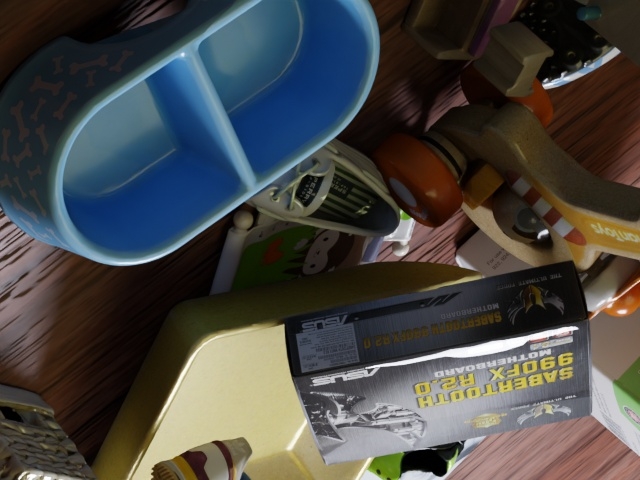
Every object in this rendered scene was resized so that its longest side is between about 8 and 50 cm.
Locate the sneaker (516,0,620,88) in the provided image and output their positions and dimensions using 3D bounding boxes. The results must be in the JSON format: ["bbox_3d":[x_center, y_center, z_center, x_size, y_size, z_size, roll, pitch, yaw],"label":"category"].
[{"bbox_3d":[0.254,-0.195,1.558,0.237,0.085,0.086,-35,154,-12],"label":"sneaker"}]

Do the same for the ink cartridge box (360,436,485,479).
[{"bbox_3d":[0.099,0.180,1.833,0.224,0.045,0.223,-49,148,4],"label":"ink cartridge box"}]

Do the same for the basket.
[{"bbox_3d":[-0.266,0.204,1.385,0.167,0.103,0.113,-52,149,8],"label":"basket"}]

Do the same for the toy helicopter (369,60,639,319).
[{"bbox_3d":[0.212,-0.009,1.418,0.140,0.355,0.235,-43,116,-15],"label":"toy helicopter"}]

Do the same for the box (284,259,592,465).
[{"bbox_3d":[0.098,0.102,1.442,0.231,0.056,0.183,-11,149,3],"label":"box"}]

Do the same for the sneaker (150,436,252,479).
[{"bbox_3d":[-0.091,0.231,1.485,0.084,0.069,0.185,-21,148,-21],"label":"sneaker"}]

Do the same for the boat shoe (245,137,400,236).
[{"bbox_3d":[-0.019,-0.056,1.385,0.226,0.076,0.083,12,114,-45],"label":"boat shoe"}]

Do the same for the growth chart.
[{"bbox_3d":[0.000,0.000,1.542,0.237,0.021,0.172,-24,143,-30],"label":"growth chart"}]

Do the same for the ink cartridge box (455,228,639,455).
[{"bbox_3d":[0.277,0.091,1.725,0.115,0.273,0.198,-44,148,-7],"label":"ink cartridge box"}]

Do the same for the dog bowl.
[{"bbox_3d":[-0.085,-0.095,1.243,0.297,0.074,0.166,-35,129,-15],"label":"dog bowl"}]

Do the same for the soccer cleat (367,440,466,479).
[{"bbox_3d":[0.119,0.188,1.754,0.179,0.072,0.060,-24,140,-30],"label":"soccer cleat"}]

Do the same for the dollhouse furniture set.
[{"bbox_3d":[0.270,-0.201,1.359,0.198,0.303,0.286,-9,133,-43],"label":"dollhouse furniture set"}]

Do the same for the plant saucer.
[{"bbox_3d":[-0.058,0.143,1.556,0.333,0.081,0.333,-11,141,-43],"label":"plant saucer"}]
